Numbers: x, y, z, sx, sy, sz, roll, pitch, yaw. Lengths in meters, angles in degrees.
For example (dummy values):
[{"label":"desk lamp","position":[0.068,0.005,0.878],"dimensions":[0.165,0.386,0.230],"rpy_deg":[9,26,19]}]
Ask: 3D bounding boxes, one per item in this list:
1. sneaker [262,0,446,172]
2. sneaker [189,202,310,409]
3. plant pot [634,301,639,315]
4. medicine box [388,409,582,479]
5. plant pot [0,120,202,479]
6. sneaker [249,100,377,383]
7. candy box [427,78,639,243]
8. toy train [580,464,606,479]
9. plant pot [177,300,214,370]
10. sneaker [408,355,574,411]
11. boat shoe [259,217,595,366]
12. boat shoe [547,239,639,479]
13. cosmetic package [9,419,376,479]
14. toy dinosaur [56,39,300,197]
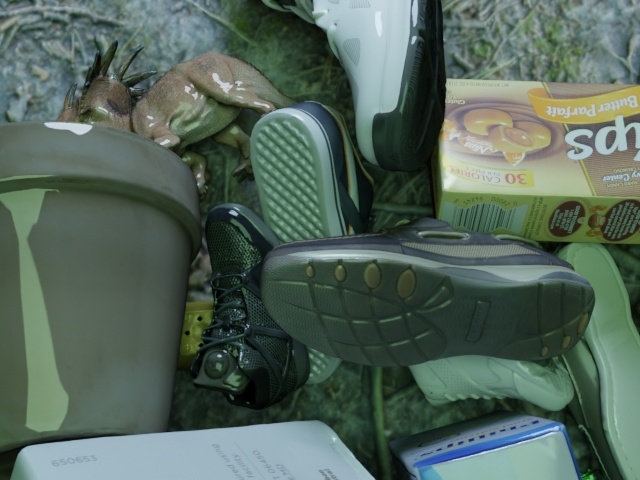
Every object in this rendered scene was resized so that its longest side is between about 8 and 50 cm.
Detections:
[{"label":"sneaker","position":[0.005,-0.255,1.091],"dimensions":[0.258,0.169,0.447],"rpy_deg":[-4,57,12]},{"label":"sneaker","position":[-0.087,0.078,1.027],"dimensions":[0.087,0.130,0.227],"rpy_deg":[-5,105,30]},{"label":"plant pot","position":[0.456,0.103,1.086],"dimensions":[0.167,0.167,0.165],"rpy_deg":[-34,77,-5]},{"label":"medicine box","position":[0.185,0.323,0.981],"dimensions":[0.149,0.289,0.263],"rpy_deg":[-16,83,-3]},{"label":"plant pot","position":[-0.266,0.084,0.951],"dimensions":[0.323,0.323,0.280],"rpy_deg":[-10,64,-2]},{"label":"sneaker","position":[0.000,0.000,1.098],"dimensions":[0.126,0.127,0.321],"rpy_deg":[8,112,24]},{"label":"candy box","position":[0.284,-0.091,1.099],"dimensions":[0.317,0.087,0.183],"rpy_deg":[2,52,-1]},{"label":"toy train","position":[0.314,0.276,1.123],"dimensions":[0.083,0.024,0.017],"rpy_deg":[-21,84,-4]},{"label":"plant pot","position":[-0.132,0.107,1.106],"dimensions":[0.082,0.083,0.081],"rpy_deg":[-4,83,-2]},{"label":"sneaker","position":[0.171,0.146,1.096],"dimensions":[0.232,0.090,0.115],"rpy_deg":[26,109,26]},{"label":"boat shoe","position":[0.106,0.049,1.013],"dimensions":[0.355,0.130,0.132],"rpy_deg":[8,118,-16]},{"label":"boat shoe","position":[0.318,0.152,1.106],"dimensions":[0.109,0.091,0.305],"rpy_deg":[-13,83,-36]},{"label":"cosmetic package","position":[-0.099,0.413,0.827],"dimensions":[0.329,0.327,0.393],"rpy_deg":[41,118,43]},{"label":"toy dinosaur","position":[-0.162,-0.163,1.127],"dimensions":[0.296,0.127,0.200],"rpy_deg":[-23,62,-15]}]
